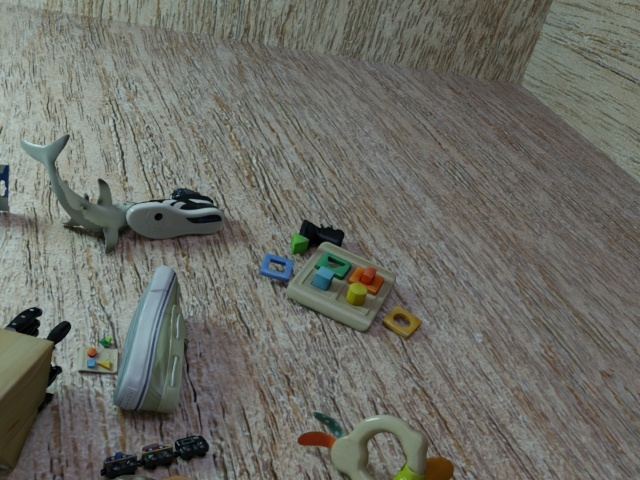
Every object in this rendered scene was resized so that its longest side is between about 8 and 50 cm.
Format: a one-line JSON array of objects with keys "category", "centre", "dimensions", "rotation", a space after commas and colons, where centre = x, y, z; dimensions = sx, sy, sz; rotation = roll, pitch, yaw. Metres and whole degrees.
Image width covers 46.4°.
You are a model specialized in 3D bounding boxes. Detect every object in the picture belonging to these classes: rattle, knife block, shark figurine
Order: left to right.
[{"category": "knife block", "centre": [-0.417, 0.167, 0.999], "dimensions": [0.088, 0.276, 0.242], "rotation": [13, 59, -3]}, {"category": "shark figurine", "centre": [-0.486, -0.071, 1.470], "dimensions": [0.116, 0.278, 0.166], "rotation": [-12, 53, 28]}, {"category": "rattle", "centre": [0.086, 0.317, 1.145], "dimensions": [0.199, 0.130, 0.143], "rotation": [2, 8, 34]}]

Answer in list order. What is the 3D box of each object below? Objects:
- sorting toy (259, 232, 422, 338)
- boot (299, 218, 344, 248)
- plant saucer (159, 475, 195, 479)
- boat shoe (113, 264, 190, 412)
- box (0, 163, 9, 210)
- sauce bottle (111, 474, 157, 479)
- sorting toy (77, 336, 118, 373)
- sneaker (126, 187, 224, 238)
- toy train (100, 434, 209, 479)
[{"category": "sorting toy", "centre": [0.051, 0.081, 1.515], "dimensions": [0.347, 0.047, 0.196], "rotation": [25, 37, 9]}, {"category": "boot", "centre": [0.000, 0.001, 1.663], "dimensions": [0.099, 0.045, 0.121], "rotation": [20, 31, -4]}, {"category": "plant saucer", "centre": [-0.192, 0.351, 1.008], "dimensions": [0.083, 0.013, 0.083], "rotation": [11, 30, -6]}, {"category": "boat shoe", "centre": [-0.264, 0.163, 1.226], "dimensions": [0.094, 0.109, 0.302], "rotation": [23, 36, -18]}, {"category": "box", "centre": [-0.697, -0.101, 1.437], "dimensions": [0.178, 0.109, 0.042], "rotation": [4, 28, -19]}, {"category": "sauce bottle", "centre": [-0.236, 0.411, 0.788], "dimensions": [0.111, 0.111, 0.344], "rotation": [13, 29, -4]}, {"category": "sorting toy", "centre": [-0.360, 0.183, 1.213], "dimensions": [0.062, 0.012, 0.083], "rotation": [5, 32, -17]}, {"category": "sneaker", "centre": [-0.325, -0.063, 1.592], "dimensions": [0.217, 0.079, 0.121], "rotation": [3, 28, -37]}, {"category": "toy train", "centre": [-0.234, 0.303, 1.055], "dimensions": [0.158, 0.027, 0.036], "rotation": [-6, 33, -33]}]
